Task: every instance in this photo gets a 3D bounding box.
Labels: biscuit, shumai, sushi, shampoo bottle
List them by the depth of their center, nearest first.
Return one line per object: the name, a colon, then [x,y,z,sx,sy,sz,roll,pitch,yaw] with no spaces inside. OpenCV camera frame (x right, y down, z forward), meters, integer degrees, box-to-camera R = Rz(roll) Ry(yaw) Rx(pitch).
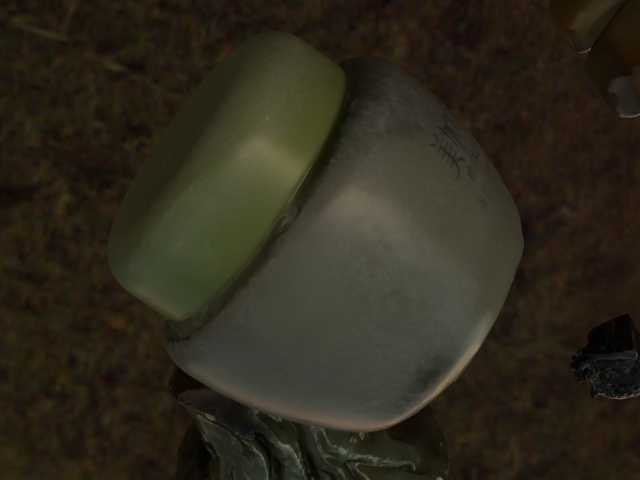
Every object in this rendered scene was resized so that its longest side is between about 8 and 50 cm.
biscuit: [0.331,-0.239,1.337,0.291,0.237,0.062,-35,120,15]
shampoo bottle: [0.000,0.000,1.387,0.317,0.322,0.322,37,141,-16]
shumai: [-0.028,0.187,1.675,0.304,0.309,0.263,-3,140,11]
sushi: [0.336,0.141,1.821,0.085,0.056,0.083,-26,128,26]
